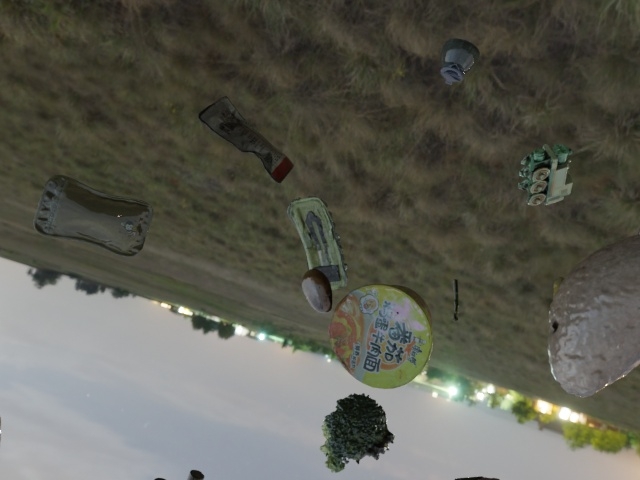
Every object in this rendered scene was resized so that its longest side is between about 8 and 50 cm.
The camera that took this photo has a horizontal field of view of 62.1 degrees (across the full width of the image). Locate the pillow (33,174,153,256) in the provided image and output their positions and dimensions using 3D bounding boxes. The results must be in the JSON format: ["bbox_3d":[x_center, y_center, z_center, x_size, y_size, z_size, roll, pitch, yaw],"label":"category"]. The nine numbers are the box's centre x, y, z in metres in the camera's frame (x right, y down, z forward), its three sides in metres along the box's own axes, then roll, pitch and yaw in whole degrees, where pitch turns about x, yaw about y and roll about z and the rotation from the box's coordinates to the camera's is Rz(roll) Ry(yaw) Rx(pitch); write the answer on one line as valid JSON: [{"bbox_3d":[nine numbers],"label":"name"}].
[{"bbox_3d":[-0.466,-0.046,1.096,0.217,0.130,0.033,19,177,-15],"label":"pillow"}]

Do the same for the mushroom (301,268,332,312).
[{"bbox_3d":[-0.010,0.129,1.332,0.052,0.123,0.123,-18,-176,-24],"label":"mushroom"}]

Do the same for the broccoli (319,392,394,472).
[{"bbox_3d":[0.117,0.671,1.800,0.246,0.263,0.243,17,145,1],"label":"broccoli"}]

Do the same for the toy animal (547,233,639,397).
[{"bbox_3d":[0.538,0.105,0.954,0.188,0.358,0.226,44,-166,2],"label":"toy animal"}]

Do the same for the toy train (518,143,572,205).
[{"bbox_3d":[0.579,-0.168,1.357,0.125,0.081,0.194,-18,143,3],"label":"toy train"}]

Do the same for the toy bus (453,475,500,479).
[{"bbox_3d":[0.325,0.542,0.989,0.112,0.090,0.274,8,-175,0],"label":"toy bus"}]

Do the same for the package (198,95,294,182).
[{"bbox_3d":[-0.164,-0.237,1.246,0.239,0.030,0.154,39,-150,-8],"label":"package"}]

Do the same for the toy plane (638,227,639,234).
[{"bbox_3d":[0.941,0.079,1.561,0.212,0.267,0.088,3,-157,24],"label":"toy plane"}]

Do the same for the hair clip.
[{"bbox_3d":[0.000,0.000,1.661,0.138,0.321,0.091,-9,-153,14],"label":"hair clip"}]

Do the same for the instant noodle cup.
[{"bbox_3d":[0.179,0.229,1.385,0.264,0.264,0.200,13,-172,20],"label":"instant noodle cup"}]

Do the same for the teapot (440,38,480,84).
[{"bbox_3d":[0.242,-0.315,0.950,0.066,0.057,0.088,24,173,7],"label":"teapot"}]

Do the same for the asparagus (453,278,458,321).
[{"bbox_3d":[0.398,0.177,1.564,0.018,0.127,0.015,-3,162,20],"label":"asparagus"}]

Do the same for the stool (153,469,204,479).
[{"bbox_3d":[-0.352,0.748,1.392,0.272,0.179,0.272,26,178,1],"label":"stool"}]
